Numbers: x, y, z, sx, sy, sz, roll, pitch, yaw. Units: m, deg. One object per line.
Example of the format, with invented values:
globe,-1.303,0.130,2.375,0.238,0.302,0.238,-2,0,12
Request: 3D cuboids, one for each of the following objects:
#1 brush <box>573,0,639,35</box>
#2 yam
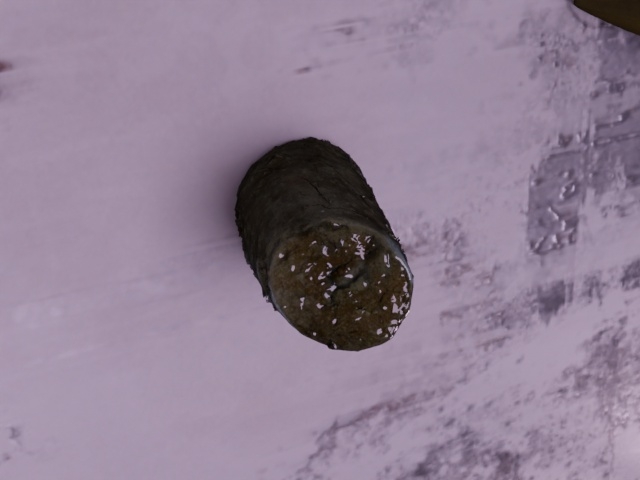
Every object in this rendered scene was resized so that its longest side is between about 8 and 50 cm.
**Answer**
brush,0.293,-0.160,1.107,0.197,0.123,0.059,13,101,-34
yam,0.000,0.000,0.998,0.107,0.183,0.107,-4,111,-10
